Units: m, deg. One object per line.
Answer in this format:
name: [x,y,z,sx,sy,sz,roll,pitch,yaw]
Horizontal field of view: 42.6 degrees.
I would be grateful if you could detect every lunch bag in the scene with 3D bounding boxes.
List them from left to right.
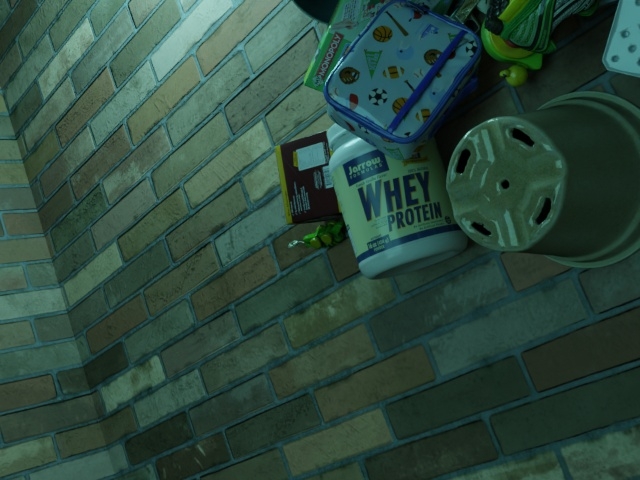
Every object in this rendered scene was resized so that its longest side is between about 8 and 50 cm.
lunch bag: [0.169,-0.319,1.599,0.243,0.115,0.303,32,76,18]

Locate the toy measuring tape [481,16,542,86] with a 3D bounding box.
toy measuring tape: [0.366,-0.459,1.554,0.121,0.121,0.330,7,97,43]

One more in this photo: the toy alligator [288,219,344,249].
toy alligator: [0.000,0.000,2.006,0.189,0.056,0.051,-24,119,42]

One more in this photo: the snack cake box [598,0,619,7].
snack cake box: [0.480,-0.543,1.433,0.152,0.089,0.264,-7,100,44]

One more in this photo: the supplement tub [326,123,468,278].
supplement tub: [0.153,-0.102,1.718,0.235,0.235,0.325,-26,77,42]

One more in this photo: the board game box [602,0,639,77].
board game box: [0.681,-0.413,1.253,0.389,0.050,0.390,20,109,26]

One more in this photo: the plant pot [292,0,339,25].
plant pot: [0.057,-0.629,1.757,0.290,0.290,0.195,-59,17,30]

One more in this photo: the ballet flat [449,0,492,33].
ballet flat: [0.307,-0.463,1.660,0.067,0.073,0.206,38,126,5]

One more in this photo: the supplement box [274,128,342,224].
supplement box: [0.016,-0.147,1.916,0.194,0.129,0.191,-11,88,44]

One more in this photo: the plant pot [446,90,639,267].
plant pot: [0.393,-0.101,1.443,0.333,0.305,0.334,6,99,43]

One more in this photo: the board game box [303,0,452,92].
board game box: [0.123,-0.434,1.738,0.046,0.213,0.317,-92,26,-58]

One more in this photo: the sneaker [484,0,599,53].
sneaker: [0.430,-0.472,1.379,0.146,0.134,0.343,28,123,-12]
